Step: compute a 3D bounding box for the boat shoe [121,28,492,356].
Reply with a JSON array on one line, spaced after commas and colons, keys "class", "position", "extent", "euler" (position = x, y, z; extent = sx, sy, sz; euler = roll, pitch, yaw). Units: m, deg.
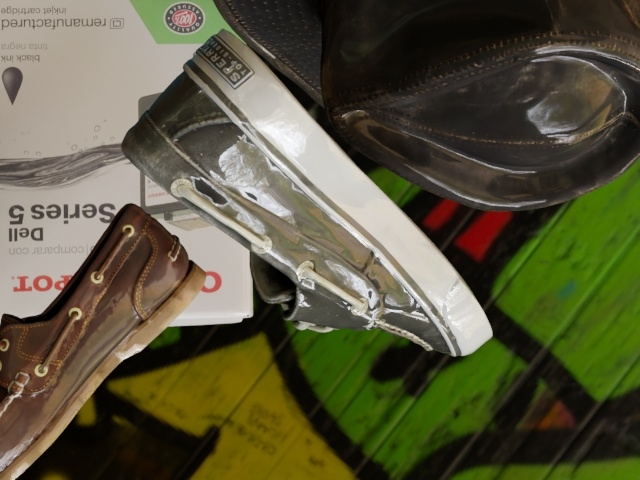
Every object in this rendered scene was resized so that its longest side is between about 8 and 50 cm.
[{"class": "boat shoe", "position": [0.000, 0.000, 0.478], "extent": [0.219, 0.070, 0.078], "euler": [43, -177, -39]}]

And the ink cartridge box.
[{"class": "ink cartridge box", "position": [-0.155, -0.068, 0.855], "extent": [0.198, 0.273, 0.115], "euler": [-2, 175, -4]}]

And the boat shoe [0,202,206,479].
[{"class": "boat shoe", "position": [-0.164, 0.067, 0.649], "extent": [0.073, 0.207, 0.073], "euler": [48, 166, -24]}]

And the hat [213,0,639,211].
[{"class": "hat", "position": [0.088, -0.097, 0.585], "extent": [0.331, 0.134, 0.331], "euler": [8, 148, 5]}]
